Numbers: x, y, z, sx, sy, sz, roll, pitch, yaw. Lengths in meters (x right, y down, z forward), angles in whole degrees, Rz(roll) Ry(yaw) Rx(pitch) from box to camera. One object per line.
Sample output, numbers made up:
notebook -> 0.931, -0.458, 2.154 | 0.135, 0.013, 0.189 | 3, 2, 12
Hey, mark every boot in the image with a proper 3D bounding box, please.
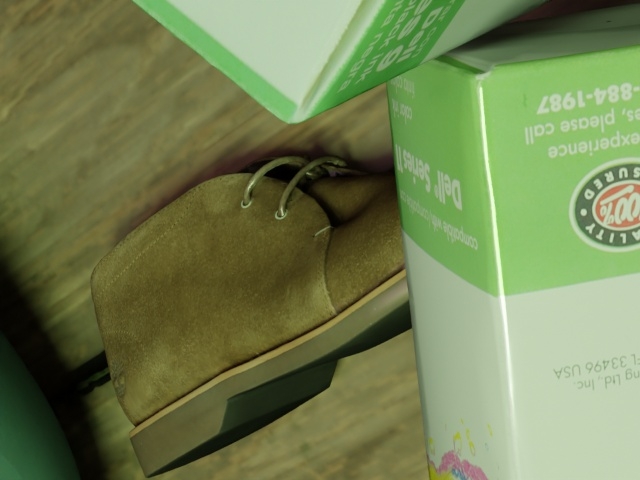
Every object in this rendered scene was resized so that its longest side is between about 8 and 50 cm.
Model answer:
boot -> 0.000, 0.000, 0.678 | 0.305, 0.112, 0.115 | -33, 77, 36

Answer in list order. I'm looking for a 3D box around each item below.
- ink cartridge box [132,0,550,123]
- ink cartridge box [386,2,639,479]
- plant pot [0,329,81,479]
ink cartridge box -> 0.014, -0.174, 0.499 | 0.211, 0.289, 0.121 | 40, 124, 14
ink cartridge box -> 0.149, 0.093, 0.548 | 0.207, 0.119, 0.353 | -9, 104, -11
plant pot -> -0.259, 0.138, 0.772 | 0.235, 0.293, 0.293 | 45, 123, -7
